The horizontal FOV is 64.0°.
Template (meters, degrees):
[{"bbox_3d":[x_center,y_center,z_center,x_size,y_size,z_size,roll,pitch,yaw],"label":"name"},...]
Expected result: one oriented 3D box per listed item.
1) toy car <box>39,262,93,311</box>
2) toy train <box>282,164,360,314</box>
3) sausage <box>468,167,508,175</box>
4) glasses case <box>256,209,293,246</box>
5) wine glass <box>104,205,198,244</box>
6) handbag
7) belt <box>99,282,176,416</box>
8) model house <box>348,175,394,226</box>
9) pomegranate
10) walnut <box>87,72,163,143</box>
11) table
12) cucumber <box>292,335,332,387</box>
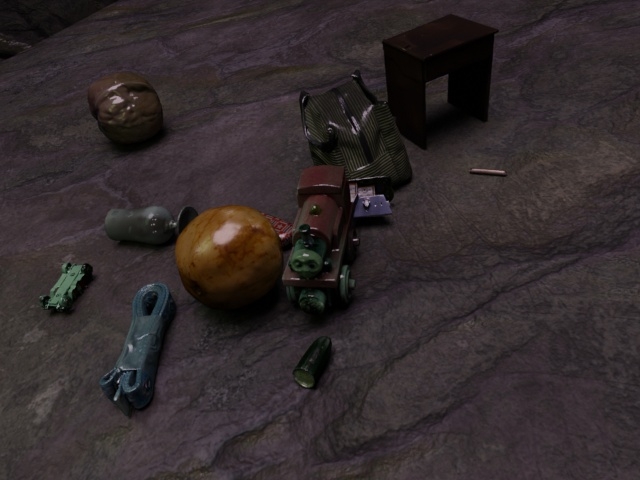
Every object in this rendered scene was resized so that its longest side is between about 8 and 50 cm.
[{"bbox_3d":[-0.606,0.112,1.233,0.073,0.054,0.143,0,44,10],"label":"toy car"},{"bbox_3d":[0.000,0.000,1.094,0.151,0.221,0.304,0,42,12],"label":"toy train"},{"bbox_3d":[0.442,-0.181,1.353,0.100,0.015,0.015,8,45,21],"label":"sausage"},{"bbox_3d":[-0.145,-0.030,1.290,0.195,0.049,0.073,21,52,32],"label":"glasses case"},{"bbox_3d":[-0.439,-0.041,1.330,0.231,0.103,0.103,2,43,19],"label":"wine glass"},{"bbox_3d":[0.085,-0.292,1.393,0.248,0.240,0.340,-21,43,-4],"label":"handbag"},{"bbox_3d":[-0.368,0.212,1.057,0.088,0.072,0.302,-3,40,3],"label":"belt"},{"bbox_3d":[0.100,-0.088,1.270,0.167,0.117,0.088,-4,58,7],"label":"model house"},{"bbox_3d":[-0.189,0.034,1.093,0.249,0.248,0.248,-6,42,6],"label":"pomegranate"},{"bbox_3d":[-0.655,-0.449,1.741,0.249,0.248,0.248,-6,42,6],"label":"walnut"},{"bbox_3d":[0.342,-0.458,1.484,0.251,0.281,0.196,-26,43,-17],"label":"table"},{"bbox_3d":[-0.011,0.225,0.977,0.048,0.048,0.105,12,45,24],"label":"cucumber"}]
